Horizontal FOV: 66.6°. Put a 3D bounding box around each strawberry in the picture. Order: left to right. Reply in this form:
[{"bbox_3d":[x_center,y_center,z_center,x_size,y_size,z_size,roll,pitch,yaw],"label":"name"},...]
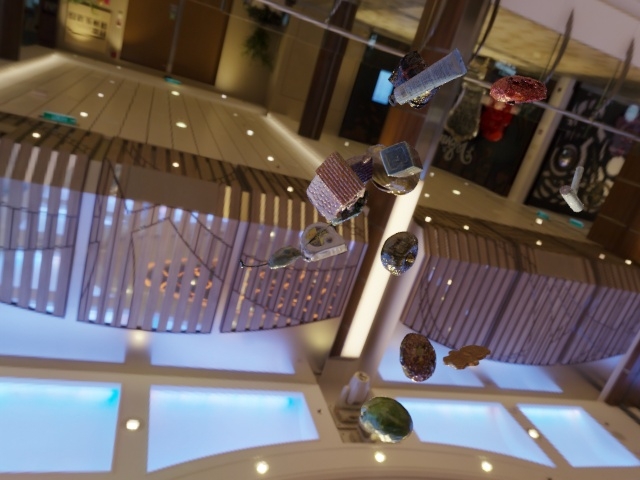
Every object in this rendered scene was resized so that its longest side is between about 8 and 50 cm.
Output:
[{"bbox_3d":[0.625,-0.482,1.530,0.188,0.082,0.121,-8,-146,-12],"label":"strawberry"}]

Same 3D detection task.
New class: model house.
[{"bbox_3d":[0.112,-0.223,1.920,0.237,0.237,0.202,-25,-107,-33],"label":"model house"}]

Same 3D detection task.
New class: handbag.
[{"bbox_3d":[0.420,-0.707,2.146,0.155,0.169,0.215,-38,-97,-29],"label":"handbag"}]

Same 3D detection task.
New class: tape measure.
[{"bbox_3d":[0.000,0.000,2.465,0.236,0.120,0.197,-19,-119,2],"label":"tape measure"}]

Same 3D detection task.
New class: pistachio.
[{"bbox_3d":[0.297,-0.302,2.030,0.197,0.166,0.288,-27,-126,-6],"label":"pistachio"}]

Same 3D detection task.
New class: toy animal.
[{"bbox_3d":[-0.199,0.078,1.958,0.253,0.079,0.070,-13,-170,-15],"label":"toy animal"}]

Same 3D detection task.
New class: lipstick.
[{"bbox_3d":[0.222,-0.208,1.285,0.068,0.066,0.317,-20,180,18],"label":"lipstick"}]

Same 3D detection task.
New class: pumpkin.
[{"bbox_3d":[0.382,0.059,2.288,0.162,0.219,0.219,28,-159,36],"label":"pumpkin"}]

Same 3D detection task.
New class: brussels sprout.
[{"bbox_3d":[0.223,0.599,1.642,0.181,0.143,0.161,8,-177,22],"label":"brussels sprout"}]

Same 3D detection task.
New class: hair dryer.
[{"bbox_3d":[0.993,-0.222,1.872,0.155,0.183,0.044,32,171,-41],"label":"hair dryer"}]

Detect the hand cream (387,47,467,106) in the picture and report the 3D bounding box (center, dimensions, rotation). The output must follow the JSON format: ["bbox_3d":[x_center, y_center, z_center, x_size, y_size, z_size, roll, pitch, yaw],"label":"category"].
[{"bbox_3d":[0.353,-0.534,1.639,0.271,0.091,0.058,-24,166,31],"label":"hand cream"}]

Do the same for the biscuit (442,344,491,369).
[{"bbox_3d":[0.539,0.433,1.809,0.133,0.027,0.184,2,-164,45],"label":"biscuit"}]

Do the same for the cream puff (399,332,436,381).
[{"bbox_3d":[0.292,0.346,1.440,0.084,0.149,0.149,-15,179,33],"label":"cream puff"}]
